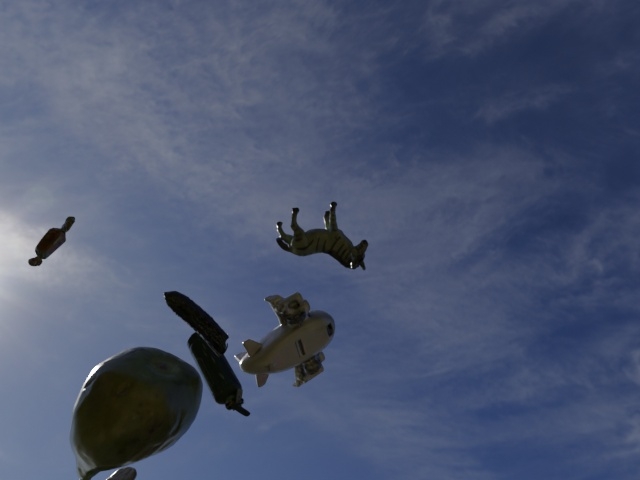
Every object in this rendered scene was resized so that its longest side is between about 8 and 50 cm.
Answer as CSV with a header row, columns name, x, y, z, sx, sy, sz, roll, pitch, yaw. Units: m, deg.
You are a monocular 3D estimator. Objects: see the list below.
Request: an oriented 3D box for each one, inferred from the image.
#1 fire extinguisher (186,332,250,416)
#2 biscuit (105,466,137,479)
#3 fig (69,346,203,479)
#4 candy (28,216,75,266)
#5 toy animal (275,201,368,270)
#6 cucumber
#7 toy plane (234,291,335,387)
name,x,y,z,sx,sy,sz,roll,pitch,yaw
fire extinguisher,-0.326,0.431,1.531,0.095,0.311,0.114,-43,-38,1
biscuit,-0.511,0.605,1.153,0.071,0.147,0.018,-3,-70,31
fig,-0.380,0.368,0.938,0.233,0.314,0.233,22,-14,6
candy,-0.782,0.004,1.386,0.053,0.182,0.046,21,-30,10
toy animal,0.001,0.002,1.145,0.216,0.176,0.073,-9,-25,1
cucumber,-0.349,0.227,1.357,0.067,0.067,0.245,-31,-70,25
toy plane,-0.076,0.243,1.127,0.252,0.118,0.252,-6,-77,-29
